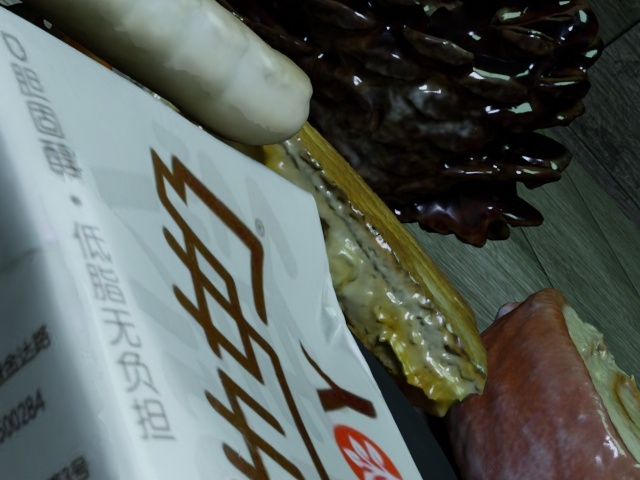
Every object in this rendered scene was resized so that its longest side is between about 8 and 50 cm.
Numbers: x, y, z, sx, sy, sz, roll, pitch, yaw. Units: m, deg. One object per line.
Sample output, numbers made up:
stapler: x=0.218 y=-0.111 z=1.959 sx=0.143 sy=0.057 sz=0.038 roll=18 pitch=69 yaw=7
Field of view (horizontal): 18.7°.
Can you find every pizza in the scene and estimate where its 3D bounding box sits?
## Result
pizza: x=-0.005 y=-0.013 z=1.169 sx=0.258 sy=0.087 sz=0.268 roll=53 pitch=7 yaw=-2

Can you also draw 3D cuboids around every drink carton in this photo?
drink carton: x=-0.040 y=0.116 z=0.509 sx=0.194 sy=0.132 sz=0.324 roll=30 pitch=33 yaw=-57

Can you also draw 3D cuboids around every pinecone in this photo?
pinecone: x=0.051 y=-0.144 z=1.315 sx=0.298 sy=0.296 sz=0.242 roll=24 pitch=44 yaw=-5

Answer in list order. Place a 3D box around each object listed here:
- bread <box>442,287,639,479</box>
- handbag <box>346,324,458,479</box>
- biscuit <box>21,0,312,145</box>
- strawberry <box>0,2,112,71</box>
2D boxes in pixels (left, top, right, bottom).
bread: x=0.156 y=0.139 z=1.255 sx=0.190 sy=0.123 sz=0.244 roll=43 pitch=15 yaw=-41
handbag: x=-0.002 y=0.112 z=0.871 sx=0.191 sy=0.075 sz=0.332 roll=51 pitch=13 yaw=-12
biscuit: x=-0.142 y=-0.145 z=0.658 sx=0.217 sy=0.044 sz=0.325 roll=38 pitch=4 yaw=-41
strawberry: x=-0.127 y=-0.017 z=0.714 sx=0.192 sy=0.085 sz=0.140 roll=39 pitch=52 yaw=-48
